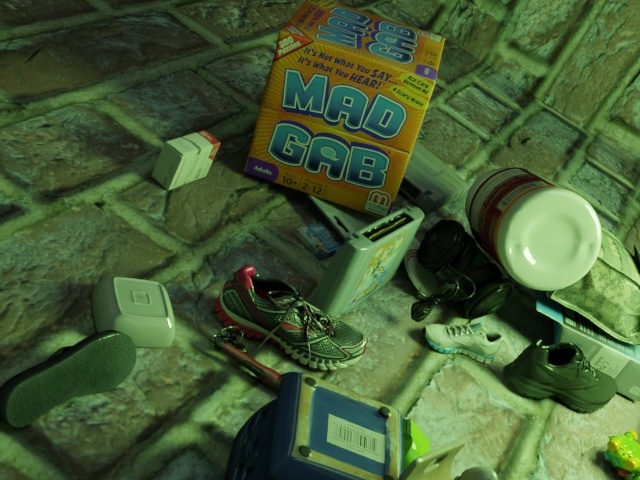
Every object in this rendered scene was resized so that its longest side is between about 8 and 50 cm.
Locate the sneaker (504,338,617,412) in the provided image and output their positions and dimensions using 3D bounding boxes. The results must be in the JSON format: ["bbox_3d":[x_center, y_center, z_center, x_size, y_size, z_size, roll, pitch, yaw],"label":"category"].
[{"bbox_3d":[0.544,0.287,1.903,0.286,0.130,0.109,13,33,-27],"label":"sneaker"}]

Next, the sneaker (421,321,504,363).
[{"bbox_3d":[0.307,0.200,1.879,0.190,0.083,0.071,14,36,-22],"label":"sneaker"}]

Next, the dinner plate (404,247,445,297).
[{"bbox_3d":[0.237,0.081,2.021,0.141,0.017,0.141,33,39,-31],"label":"dinner plate"}]

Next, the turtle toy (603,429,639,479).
[{"bbox_3d":[0.634,0.453,1.799,0.095,0.066,0.130,-7,48,-42],"label":"turtle toy"}]

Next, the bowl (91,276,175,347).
[{"bbox_3d":[-0.317,0.116,1.520,0.142,0.053,0.142,11,37,-30],"label":"bowl"}]

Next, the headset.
[{"bbox_3d":[0.307,0.086,2.004,0.243,0.185,0.394,49,17,4],"label":"headset"}]

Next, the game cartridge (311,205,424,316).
[{"bbox_3d":[0.100,0.046,1.816,0.062,0.198,0.297,32,31,21],"label":"game cartridge"}]

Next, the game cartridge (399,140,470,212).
[{"bbox_3d":[0.228,-0.220,2.434,0.355,0.068,0.230,42,30,19],"label":"game cartridge"}]

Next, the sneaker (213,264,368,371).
[{"bbox_3d":[-0.045,0.149,1.638,0.299,0.112,0.121,22,32,-14],"label":"sneaker"}]

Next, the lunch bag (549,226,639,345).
[{"bbox_3d":[0.677,0.095,2.051,0.287,0.169,0.235,32,27,-10],"label":"lunch bag"}]

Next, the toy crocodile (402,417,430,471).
[{"bbox_3d":[0.142,0.424,1.418,0.115,0.105,0.340,48,23,-25],"label":"toy crocodile"}]

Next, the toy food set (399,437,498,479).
[{"bbox_3d":[0.238,0.429,1.219,0.306,0.092,0.219,58,19,18],"label":"toy food set"}]

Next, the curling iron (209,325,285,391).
[{"bbox_3d":[-0.076,0.237,1.558,0.274,0.035,0.068,33,32,6],"label":"curling iron"}]

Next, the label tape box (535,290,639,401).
[{"bbox_3d":[0.632,0.209,2.107,0.333,0.106,0.241,27,31,-3],"label":"label tape box"}]

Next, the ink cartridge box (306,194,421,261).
[{"bbox_3d":[0.100,-0.030,2.069,0.224,0.045,0.223,-5,45,-42],"label":"ink cartridge box"}]

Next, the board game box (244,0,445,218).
[{"bbox_3d":[0.065,-0.327,2.104,0.356,0.356,0.356,18,30,2],"label":"board game box"}]

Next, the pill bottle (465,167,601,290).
[{"bbox_3d":[0.466,-0.043,2.013,0.224,0.224,0.392,24,11,-9],"label":"pill bottle"}]

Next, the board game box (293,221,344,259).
[{"bbox_3d":[0.000,0.000,1.971,0.090,0.020,0.090,43,34,22],"label":"board game box"}]

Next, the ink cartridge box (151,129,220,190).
[{"bbox_3d":[-0.292,-0.176,1.907,0.056,0.099,0.135,39,32,14],"label":"ink cartridge box"}]

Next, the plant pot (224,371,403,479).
[{"bbox_3d":[-0.001,0.347,1.298,0.236,0.212,0.236,23,31,-10],"label":"plant pot"}]

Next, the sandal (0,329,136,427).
[{"bbox_3d":[-0.382,0.195,1.326,0.054,0.097,0.254,17,21,33],"label":"sandal"}]
